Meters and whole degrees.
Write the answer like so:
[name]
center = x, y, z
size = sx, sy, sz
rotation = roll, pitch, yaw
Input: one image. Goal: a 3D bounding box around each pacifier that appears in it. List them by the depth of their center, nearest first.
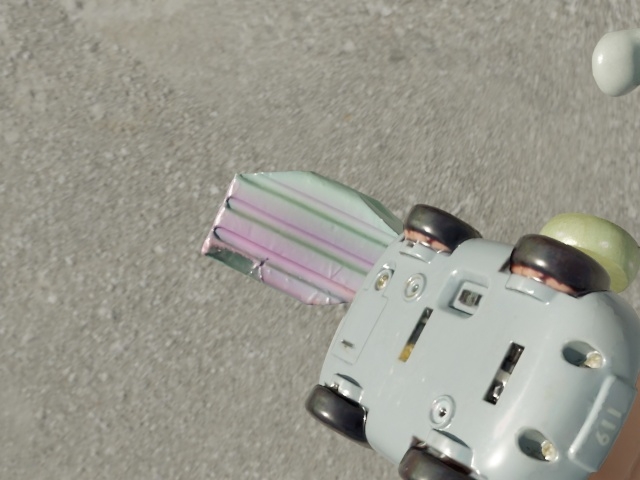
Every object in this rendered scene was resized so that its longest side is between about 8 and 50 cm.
[pacifier]
center = 0.486, -0.274, 1.488
size = 0.207, 0.227, 0.279
rotation = -14, 105, -2

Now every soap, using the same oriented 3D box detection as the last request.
[soap]
center = 0.000, 0.000, 1.632
size = 0.324, 0.109, 0.192
rotation = 25, 97, 10

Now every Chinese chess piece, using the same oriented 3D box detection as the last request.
[Chinese chess piece]
center = 0.372, 0.018, 1.450
size = 0.144, 0.058, 0.144
rotation = 22, 156, 11

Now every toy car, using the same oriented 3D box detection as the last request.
[toy car]
center = 0.138, 0.107, 0.751
size = 0.212, 0.270, 0.180
rotation = 32, 83, -31
